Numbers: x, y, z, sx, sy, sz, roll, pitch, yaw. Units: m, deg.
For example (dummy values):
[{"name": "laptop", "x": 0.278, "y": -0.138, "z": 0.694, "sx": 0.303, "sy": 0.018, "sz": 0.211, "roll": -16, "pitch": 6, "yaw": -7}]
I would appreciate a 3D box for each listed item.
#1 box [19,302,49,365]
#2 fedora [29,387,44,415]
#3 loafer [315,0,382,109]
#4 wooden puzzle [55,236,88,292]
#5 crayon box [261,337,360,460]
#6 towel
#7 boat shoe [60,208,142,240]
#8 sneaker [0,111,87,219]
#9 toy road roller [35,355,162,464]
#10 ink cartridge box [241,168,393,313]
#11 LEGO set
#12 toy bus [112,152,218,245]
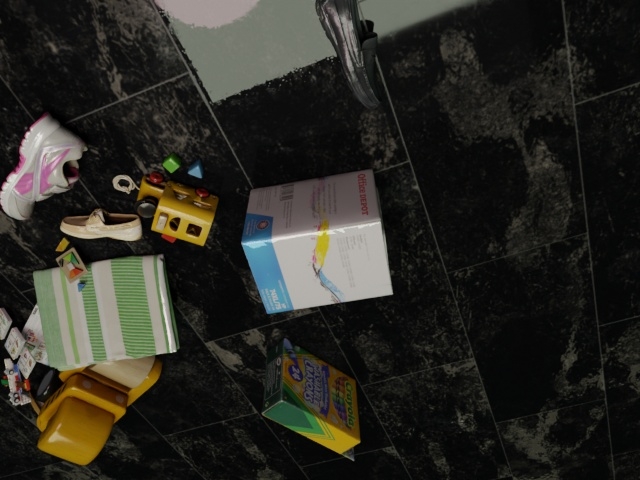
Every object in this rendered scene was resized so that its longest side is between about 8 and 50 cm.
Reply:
[{"name": "box", "x": -0.709, "y": 0.240, "z": 1.399, "sx": 0.114, "sy": 0.036, "sz": 0.207, "roll": 29, "pitch": 121, "yaw": -21}, {"name": "fedora", "x": -0.730, "y": 0.469, "z": 1.524, "sx": 0.079, "sy": 0.194, "sz": 0.194, "roll": -41, "pitch": 125, "yaw": -16}, {"name": "loafer", "x": 0.067, "y": -0.336, "z": 0.947, "sx": 0.078, "sy": 0.076, "sz": 0.223, "roll": -16, "pitch": 122, "yaw": 21}, {"name": "wooden puzzle", "x": -0.575, "y": 0.058, "z": 1.244, "sx": 0.078, "sy": 0.014, "sz": 0.116, "roll": -35, "pitch": 91, "yaw": 26}, {"name": "crayon box", "x": -0.002, "y": 0.426, "z": 1.447, "sx": 0.322, "sy": 0.203, "sz": 0.083, "roll": 36, "pitch": 118, "yaw": -26}, {"name": "towel", "x": -0.506, "y": 0.169, "z": 1.277, "sx": 0.324, "sy": 0.038, "sz": 0.248, "roll": -9, "pitch": 91, "yaw": 8}, {"name": "boat shoe", "x": -0.476, "y": -0.041, "z": 1.178, "sx": 0.169, "sy": 0.063, "sz": 0.059, "roll": 4, "pitch": 125, "yaw": -15}, {"name": "sneaker", "x": -0.552, "y": -0.127, "z": 1.082, "sx": 0.111, "sy": 0.103, "sz": 0.252, "roll": 30, "pitch": 122, "yaw": -19}, {"name": "toy road roller", "x": -0.579, "y": 0.408, "z": 1.378, "sx": 0.329, "sy": 0.241, "sz": 0.202, "roll": -42, "pitch": 122, "yaw": 18}, {"name": "ink cartridge box", "x": 0.000, "y": 0.000, "z": 1.126, "sx": 0.269, "sy": 0.198, "sz": 0.197, "roll": -9, "pitch": 126, "yaw": 7}, {"name": "LEGO set", "x": -0.803, "y": 0.313, "z": 1.406, "sx": 0.182, "sy": 0.060, "sz": 0.244, "roll": 47, "pitch": 119, "yaw": 17}, {"name": "toy bus", "x": -0.316, "y": -0.063, "z": 1.132, "sx": 0.202, "sy": 0.104, "sz": 0.191, "roll": -19, "pitch": 125, "yaw": 13}]
